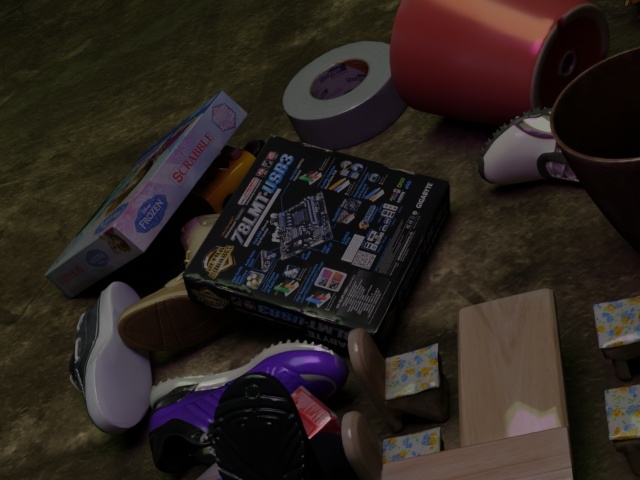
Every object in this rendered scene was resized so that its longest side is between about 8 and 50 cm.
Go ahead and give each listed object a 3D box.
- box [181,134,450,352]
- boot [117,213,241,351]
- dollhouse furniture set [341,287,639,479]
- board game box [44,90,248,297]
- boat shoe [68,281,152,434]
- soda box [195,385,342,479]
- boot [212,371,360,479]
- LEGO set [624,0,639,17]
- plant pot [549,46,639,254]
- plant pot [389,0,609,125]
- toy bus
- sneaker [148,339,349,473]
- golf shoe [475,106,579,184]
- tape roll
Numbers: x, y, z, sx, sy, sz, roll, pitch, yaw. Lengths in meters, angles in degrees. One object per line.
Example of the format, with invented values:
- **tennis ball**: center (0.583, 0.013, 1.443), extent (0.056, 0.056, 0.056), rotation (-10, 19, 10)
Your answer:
- **box**: center (0.000, 0.000, 1.549), extent (0.293, 0.073, 0.296), rotation (15, 53, 20)
- **boot**: center (-0.197, 0.055, 1.658), extent (0.261, 0.095, 0.203), rotation (-23, 36, -9)
- **dollhouse furniture set**: center (0.191, 0.180, 1.124), extent (0.362, 0.256, 0.394), rotation (-15, 39, 19)
- **board game box**: center (-0.293, -0.072, 1.809), extent (0.318, 0.066, 0.318), rotation (-27, 25, 53)
- **boat shoe**: center (-0.320, 0.184, 1.599), extent (0.102, 0.108, 0.301), rotation (-38, 34, 18)
- **soda box**: center (-0.080, 0.303, 1.301), extent (0.263, 0.092, 0.083), rotation (-40, 36, -13)
- **boot**: center (-0.025, 0.241, 1.165), extent (0.094, 0.247, 0.207), rotation (-15, 4, 14)
- **LEGO set**: center (0.631, -0.452, 1.697), extent (0.331, 0.192, 0.255), rotation (-47, 10, -27)
- **plant pot**: center (0.411, -0.080, 1.307), extent (0.215, 0.230, 0.215), rotation (-18, 37, 14)
- **plant pot**: center (0.281, -0.292, 1.644), extent (0.243, 0.275, 0.275), rotation (28, 64, 39)
- **toy bus**: center (-0.134, -0.109, 1.820), extent (0.190, 0.104, 0.202), rotation (-19, 38, 14)
- **sneaker**: center (-0.095, 0.234, 1.400), extent (0.293, 0.102, 0.146), rotation (-20, 41, 21)
- **golf shoe**: center (0.351, -0.126, 1.516), extent (0.272, 0.105, 0.120), rotation (-18, 45, 16)
- **tape roll**: center (0.046, -0.255, 1.900), extent (0.219, 0.072, 0.219), rotation (-19, 38, 15)
